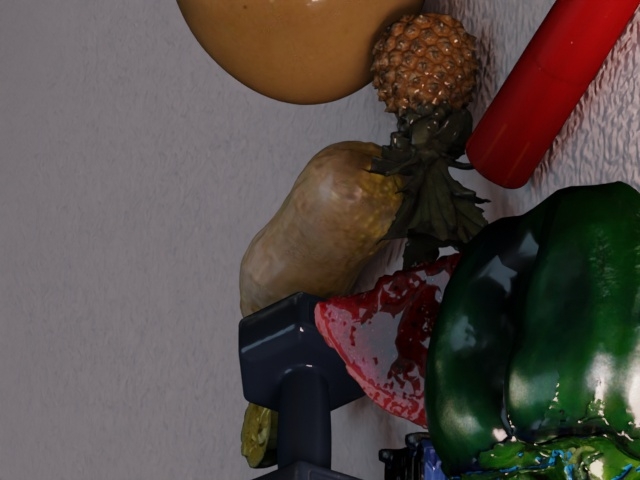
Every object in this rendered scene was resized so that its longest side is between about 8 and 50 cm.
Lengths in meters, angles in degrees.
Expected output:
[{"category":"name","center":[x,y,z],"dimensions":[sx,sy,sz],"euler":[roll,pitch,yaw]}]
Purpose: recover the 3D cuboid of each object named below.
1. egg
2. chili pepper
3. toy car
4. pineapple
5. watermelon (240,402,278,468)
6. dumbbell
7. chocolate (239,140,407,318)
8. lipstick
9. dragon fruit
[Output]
[{"category":"egg","center":[-0.023,-0.331,2.027],"dimensions":[0.301,0.301,0.373],"euler":[163,104,-65]},{"category":"chili pepper","center":[0.213,0.092,1.450],"dimensions":[0.248,0.233,0.256],"euler":[-22,54,46]},{"category":"toy car","center":[0.100,0.246,1.820],"dimensions":[0.216,0.063,0.103],"euler":[130,143,-74]},{"category":"pineapple","center":[0.116,-0.094,1.863],"dimensions":[0.119,0.130,0.277],"euler":[128,148,-53]},{"category":"watermelon","center":[-0.055,0.222,2.220],"dimensions":[0.105,0.062,0.105],"euler":[-168,90,-74]},{"category":"dumbbell","center":[-0.018,0.209,1.953],"dimensions":[0.156,0.143,0.316],"euler":[-25,39,22]},{"category":"chocolate","center":[0.000,0.000,2.091],"dimensions":[0.309,0.134,0.134],"euler":[-55,34,43]},{"category":"lipstick","center":[0.218,-0.162,1.702],"dimensions":[0.279,0.073,0.073],"euler":[120,149,-42]},{"category":"dragon fruit","center":[0.145,0.108,1.665],"dimensions":[0.262,0.134,0.211],"euler":[-16,67,24]}]
